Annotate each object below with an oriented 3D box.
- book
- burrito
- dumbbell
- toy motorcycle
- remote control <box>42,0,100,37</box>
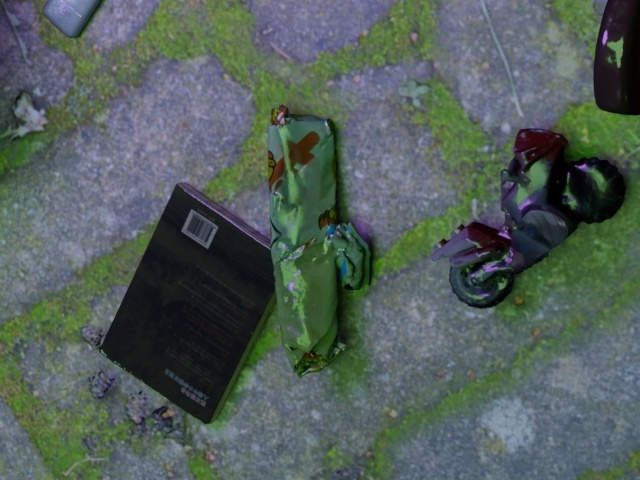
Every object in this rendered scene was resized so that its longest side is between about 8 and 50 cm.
[{"bbox_3d":[-0.137,0.071,2.099,0.160,0.024,0.228,33,114,15],"label":"book"},{"bbox_3d":[0.000,0.000,1.996,0.104,0.054,0.288,-2,96,5],"label":"burrito"},{"bbox_3d":[0.368,-0.162,1.742,0.225,0.140,0.124,11,97,22],"label":"dumbbell"},{"bbox_3d":[0.193,-0.026,1.888,0.213,0.082,0.122,-41,85,26],"label":"toy motorcycle"},{"bbox_3d":[-0.254,-0.277,2.070,0.053,0.018,0.124,41,116,9],"label":"remote control"}]
